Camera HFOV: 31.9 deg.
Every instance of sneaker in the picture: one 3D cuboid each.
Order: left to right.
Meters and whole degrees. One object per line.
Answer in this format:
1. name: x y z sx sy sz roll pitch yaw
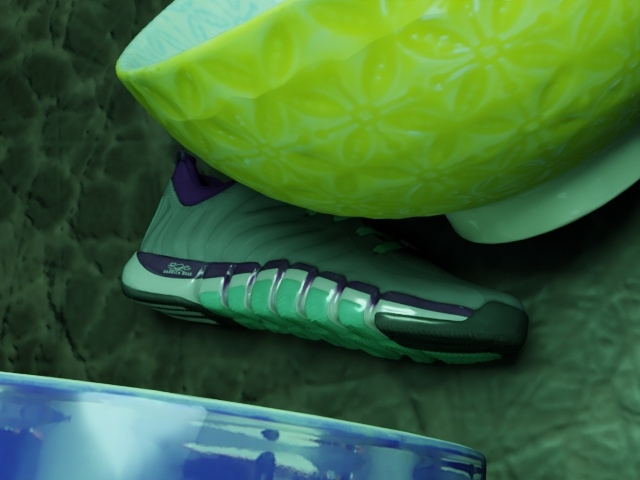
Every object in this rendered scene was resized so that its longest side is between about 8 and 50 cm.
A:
1. sneaker: 0.000 0.000 0.567 0.223 0.083 0.098 7 76 27

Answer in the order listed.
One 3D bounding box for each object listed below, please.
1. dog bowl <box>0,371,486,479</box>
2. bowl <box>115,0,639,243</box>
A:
1. dog bowl: -0.066 0.123 0.463 0.264 0.265 0.104 2 76 25
2. bowl: 0.072 -0.093 0.493 0.289 0.289 0.156 -28 110 17
